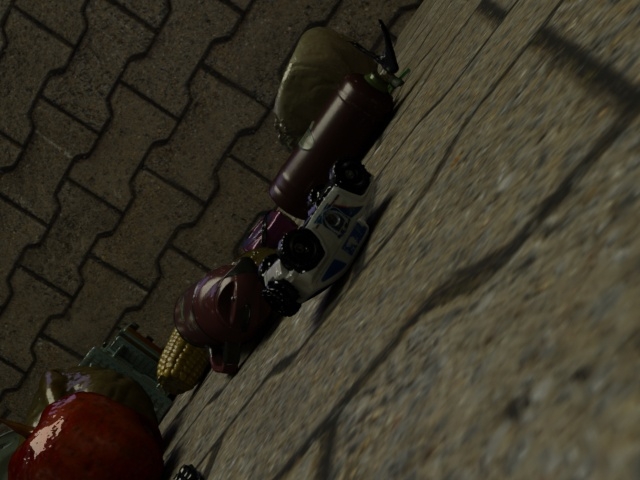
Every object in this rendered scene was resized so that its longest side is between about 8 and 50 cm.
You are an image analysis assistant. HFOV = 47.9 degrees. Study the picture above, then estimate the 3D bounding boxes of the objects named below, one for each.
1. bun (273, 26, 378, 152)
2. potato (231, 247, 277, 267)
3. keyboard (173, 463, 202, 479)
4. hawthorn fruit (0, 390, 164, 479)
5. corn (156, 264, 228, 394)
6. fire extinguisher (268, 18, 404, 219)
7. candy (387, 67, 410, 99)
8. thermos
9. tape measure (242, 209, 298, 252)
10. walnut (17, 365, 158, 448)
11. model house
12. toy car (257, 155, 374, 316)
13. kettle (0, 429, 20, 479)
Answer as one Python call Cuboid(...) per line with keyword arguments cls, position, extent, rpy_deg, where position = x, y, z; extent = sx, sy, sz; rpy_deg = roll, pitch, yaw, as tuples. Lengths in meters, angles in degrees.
Cuboid(cls="bun", position=(0.022, -0.303, 1.509), extent=(0.281, 0.205, 0.281), rpy_deg=(-160, 90, -86))
Cuboid(cls="potato", position=(-0.136, 0.082, 1.274), extent=(0.200, 0.081, 0.164), rpy_deg=(-50, 9, 53))
Cuboid(cls="keyboard", position=(-0.187, 0.321, 0.691), extent=(0.231, 0.023, 0.072), rpy_deg=(-57, 9, -15))
Cuboid(cls="hawthorn fruit", position=(-0.336, 0.289, 0.970), extent=(0.207, 0.243, 0.207), rpy_deg=(-57, 5, 7))
Cuboid(cls="corn", position=(-0.230, 0.171, 1.411), extent=(0.106, 0.106, 0.305), rpy_deg=(-50, 11, 43))
Cuboid(cls="fire extinguisher", position=(0.029, -0.202, 1.207), extent=(0.344, 0.138, 0.102), rpy_deg=(-54, -14, 25))
Cuboid(cls="candy", position=(0.128, -0.278, 1.312), extent=(0.194, 0.058, 0.062), rpy_deg=(-49, -33, -48))
Cuboid(cls="thermos", position=(-0.144, 0.108, 1.024), extent=(0.136, 0.109, 0.330), rpy_deg=(-58, 10, -18))
Cuboid(cls="tape measure", position=(-0.108, -0.007, 1.532), extent=(0.118, 0.074, 0.125), rpy_deg=(-50, 11, -1))
Cuboid(cls="walnut", position=(-0.394, 0.329, 1.236), extent=(0.227, 0.283, 0.283), rpy_deg=(-28, 0, -14))
Cuboid(cls="model house", position=(-0.454, 0.344, 1.697), extent=(0.198, 0.224, 0.215), rpy_deg=(-51, 4, 18))
Cuboid(cls="toy car", position=(0.000, 0.000, 0.704), extent=(0.170, 0.070, 0.080), rpy_deg=(-58, 7, -31))
Cuboid(cls="kettle", position=(-0.577, 0.595, 1.414), extent=(0.319, 0.247, 0.342), rpy_deg=(-100, 27, -49))
